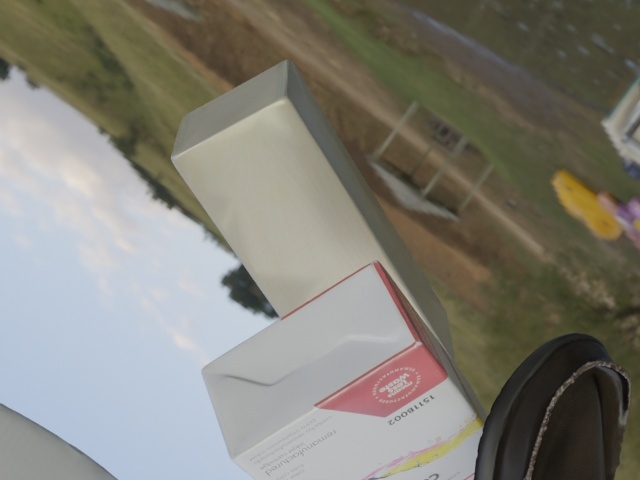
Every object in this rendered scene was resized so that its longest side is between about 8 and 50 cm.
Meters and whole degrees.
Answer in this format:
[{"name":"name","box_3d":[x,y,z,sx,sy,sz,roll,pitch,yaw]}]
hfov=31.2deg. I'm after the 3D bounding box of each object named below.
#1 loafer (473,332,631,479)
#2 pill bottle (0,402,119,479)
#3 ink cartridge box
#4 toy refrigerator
[{"name":"loafer","box_3d":[0.121,0.157,0.580,0.080,0.220,0.078,22,171,-36]},{"name":"pill bottle","box_3d":[-0.258,0.264,0.610,0.204,0.361,0.204,23,154,12]},{"name":"ink cartridge box","box_3d":[0.034,0.111,0.654,0.198,0.115,0.067,51,-171,-48]},{"name":"toy refrigerator","box_3d":[0.000,0.000,0.915,0.269,0.102,0.094,56,-165,-24]}]
